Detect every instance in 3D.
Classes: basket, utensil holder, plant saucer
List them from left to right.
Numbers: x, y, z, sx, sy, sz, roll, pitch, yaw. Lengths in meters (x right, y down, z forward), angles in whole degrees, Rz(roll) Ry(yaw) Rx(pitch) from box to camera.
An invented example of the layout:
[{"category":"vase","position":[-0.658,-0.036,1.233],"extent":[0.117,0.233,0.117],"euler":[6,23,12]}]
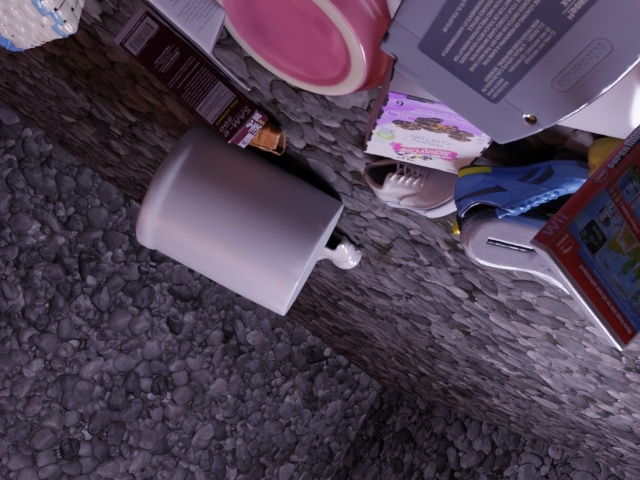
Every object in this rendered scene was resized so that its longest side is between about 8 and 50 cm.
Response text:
[{"category":"basket","position":[-0.600,-0.473,1.203],"extent":[0.288,0.201,0.255],"euler":[-4,155,6]},{"category":"utensil holder","position":[-0.183,-0.043,1.551],"extent":[0.385,0.328,0.328],"euler":[29,163,3]},{"category":"plant saucer","position":[-0.029,-0.316,0.909],"extent":[0.332,0.084,0.332],"euler":[29,163,10]}]

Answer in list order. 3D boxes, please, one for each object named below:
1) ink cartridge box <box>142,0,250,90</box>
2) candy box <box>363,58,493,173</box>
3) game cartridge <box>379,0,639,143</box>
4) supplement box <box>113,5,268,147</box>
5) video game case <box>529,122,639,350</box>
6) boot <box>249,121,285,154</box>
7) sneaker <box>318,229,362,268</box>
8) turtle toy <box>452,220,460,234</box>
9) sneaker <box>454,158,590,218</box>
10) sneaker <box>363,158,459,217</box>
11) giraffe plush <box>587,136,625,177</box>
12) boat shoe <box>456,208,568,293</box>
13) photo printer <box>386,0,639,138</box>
[{"category":"ink cartridge box","position":[-0.238,-0.372,0.954],"extent":[0.330,0.071,0.324],"euler":[38,-175,-28]},{"category":"candy box","position":[0.160,-0.174,0.925],"extent":[0.164,0.070,0.196],"euler":[12,164,-3]},{"category":"game cartridge","position":[0.179,-0.202,0.561],"extent":[0.198,0.062,0.297],"euler":[32,157,-3]},{"category":"supplement box","position":[-0.201,-0.256,1.050],"extent":[0.239,0.073,0.130],"euler":[42,-174,-1]},{"category":"video game case","position":[0.363,-0.042,0.673],"extent":[0.204,0.285,0.025],"euler":[42,-179,-33]},{"category":"boot","position":[-0.149,-0.248,1.342],"extent":[0.152,0.073,0.197],"euler":[29,175,13]},{"category":"sneaker","position":[0.000,0.000,1.787],"extent":[0.232,0.090,0.115],"euler":[8,146,34]},{"category":"turtle toy","position":[0.288,-0.038,1.173],"extent":[0.095,0.066,0.130],"euler":[11,170,-14]},{"category":"sneaker","position":[0.300,-0.068,0.953],"extent":[0.209,0.082,0.069],"euler":[-3,160,22]},{"category":"sneaker","position":[0.164,-0.101,1.164],"extent":[0.091,0.094,0.258],"euler":[35,164,-28]},{"category":"giraffe plush","position":[0.405,-0.035,0.796],"extent":[0.181,0.171,0.210],"euler":[30,163,5]},{"category":"boat shoe","position":[0.377,0.002,1.059],"extent":[0.334,0.121,0.119],"euler":[19,-151,-13]},{"category":"photo printer","position":[0.208,-0.237,0.674],"extent":[0.307,0.107,0.256],"euler":[22,160,30]}]
